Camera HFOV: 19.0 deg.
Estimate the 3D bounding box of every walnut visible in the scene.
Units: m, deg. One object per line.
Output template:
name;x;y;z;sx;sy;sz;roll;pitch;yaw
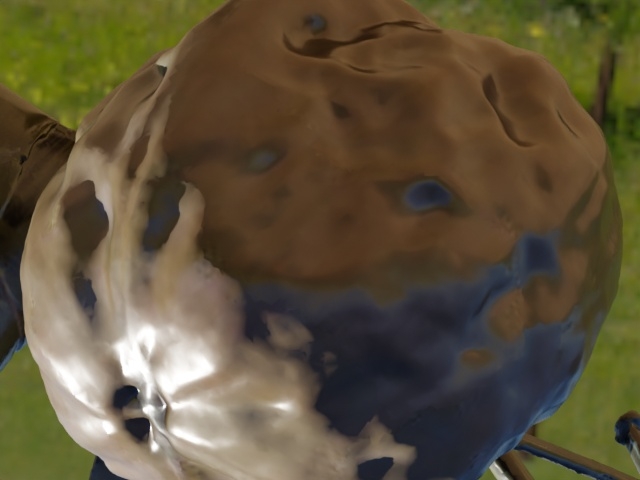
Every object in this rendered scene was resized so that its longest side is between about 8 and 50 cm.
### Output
walnut;-0.001;0.003;0.859;0.227;0.273;0.273;54;156;-8

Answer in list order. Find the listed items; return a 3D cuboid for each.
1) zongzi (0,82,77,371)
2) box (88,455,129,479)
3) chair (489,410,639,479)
zongzi;-0.296;0.002;1.114;0.274;0.300;0.145;35;151;4
box;-0.016;0.073;1.221;0.211;0.350;0.058;20;-177;23
chair;0.165;0.341;1.374;0.362;0.364;0.410;27;-167;-48
